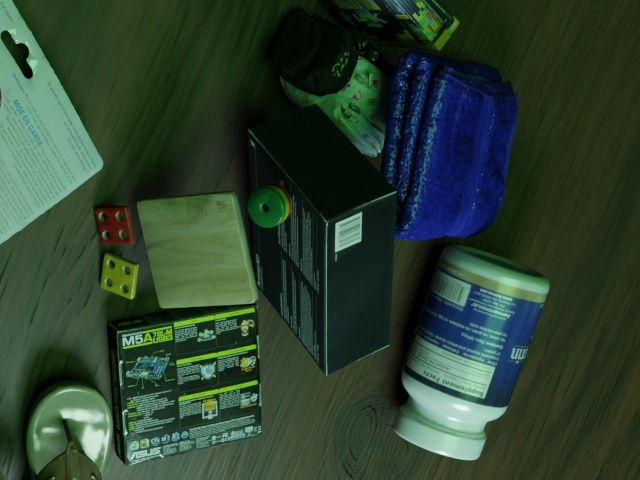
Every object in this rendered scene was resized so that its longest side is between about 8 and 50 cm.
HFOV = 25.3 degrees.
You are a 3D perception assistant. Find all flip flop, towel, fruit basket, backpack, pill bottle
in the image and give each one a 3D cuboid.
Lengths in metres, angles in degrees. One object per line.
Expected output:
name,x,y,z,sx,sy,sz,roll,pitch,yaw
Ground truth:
flip flop,-0.311,0.303,1.734,0.112,0.080,0.277,8,101,-30
towel,0.167,-0.112,1.764,0.308,0.076,0.228,-4,100,-64
fruit basket,-0.442,-0.115,1.518,0.353,0.165,0.327,-44,122,-28
backpack,0.032,-0.187,1.745,0.115,0.152,0.182,-51,134,1
pill bottle,0.197,0.151,1.920,0.153,0.153,0.265,14,99,-31

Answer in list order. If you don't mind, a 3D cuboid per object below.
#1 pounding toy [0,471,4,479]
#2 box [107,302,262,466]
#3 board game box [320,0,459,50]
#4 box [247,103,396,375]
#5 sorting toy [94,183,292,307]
pounding toy,-0.399,0.200,1.565,0.154,0.154,0.269,-35,151,-13
box,-0.168,0.176,1.795,0.190,0.045,0.184,-10,108,-25
board game box,0.063,-0.291,1.699,0.141,0.170,0.048,41,76,-31
box,0.000,0.000,1.699,0.103,0.184,0.261,-24,140,-23
sorting toy,-0.144,0.008,1.669,0.046,0.274,0.132,-33,114,-59
